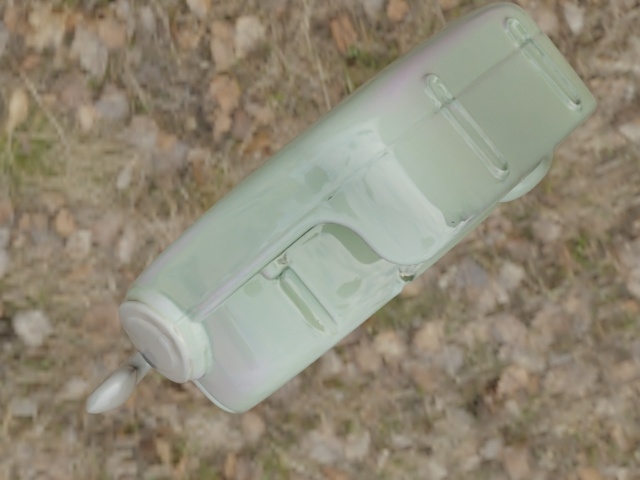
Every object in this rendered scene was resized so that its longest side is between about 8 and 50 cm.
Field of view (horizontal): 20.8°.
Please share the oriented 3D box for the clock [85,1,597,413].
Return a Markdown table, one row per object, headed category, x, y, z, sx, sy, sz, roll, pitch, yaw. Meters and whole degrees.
| category | x | y | z | sx | sy | sz | roll | pitch | yaw |
| --- | --- | --- | --- | --- | --- | --- | --- | --- | --- |
| clock | 0.000 | 0.000 | 0.614 | 0.062 | 0.151 | 0.191 | 50 | 125 | 0 |
